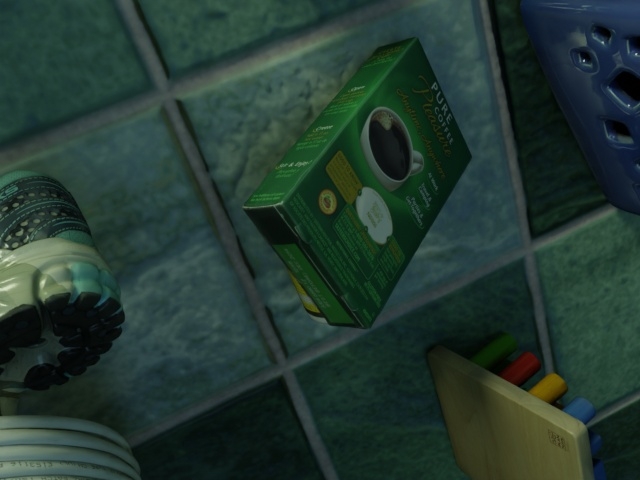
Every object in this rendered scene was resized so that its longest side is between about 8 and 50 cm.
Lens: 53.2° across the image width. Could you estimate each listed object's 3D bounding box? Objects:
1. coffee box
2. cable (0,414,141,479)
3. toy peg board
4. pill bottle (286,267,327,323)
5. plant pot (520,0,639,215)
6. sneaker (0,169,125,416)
[{"bbox_3d":[0.037,-0.043,0.441,0.113,0.040,0.184,55,53,-29],"label":"coffee box"},{"bbox_3d":[-0.241,0.205,0.409,0.257,0.089,0.257,-5,143,-27],"label":"cable"},{"bbox_3d":[0.194,0.171,0.579,0.079,0.160,0.161,-32,120,-23],"label":"toy peg board"},{"bbox_3d":[0.000,0.000,0.481,0.065,0.065,0.116,-27,118,-8],"label":"pill bottle"},{"bbox_3d":[0.332,-0.141,0.463,0.236,0.212,0.236,-39,120,-2],"label":"plant pot"},{"bbox_3d":[-0.238,0.065,0.408,0.283,0.122,0.110,-34,150,18],"label":"sneaker"}]
